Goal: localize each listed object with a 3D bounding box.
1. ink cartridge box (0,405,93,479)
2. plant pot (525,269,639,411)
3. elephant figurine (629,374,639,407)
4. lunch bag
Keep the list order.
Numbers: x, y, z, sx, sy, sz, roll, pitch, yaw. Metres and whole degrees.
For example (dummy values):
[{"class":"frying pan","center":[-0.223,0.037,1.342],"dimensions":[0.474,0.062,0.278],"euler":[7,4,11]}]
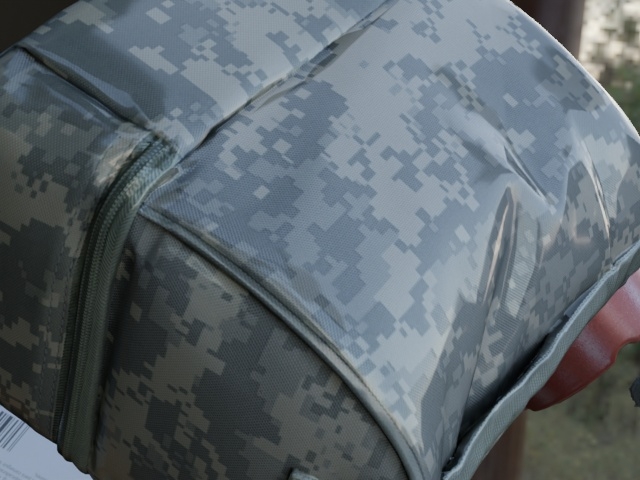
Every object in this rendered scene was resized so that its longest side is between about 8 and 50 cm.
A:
[{"class":"ink cartridge box","center":[-0.209,0.231,1.005],"dimensions":[0.275,0.239,0.060],"euler":[25,-34,17]},{"class":"plant pot","center":[0.212,0.024,1.645],"dimensions":[0.265,0.272,0.272],"euler":[50,3,-3]},{"class":"elephant figurine","center":[0.335,0.133,1.027],"dimensions":[0.169,0.239,0.186],"euler":[-10,-38,-5]},{"class":"lunch bag","center":[0.000,0.000,0.714],"dimensions":[0.256,0.212,0.305],"euler":[31,42,17]}]
